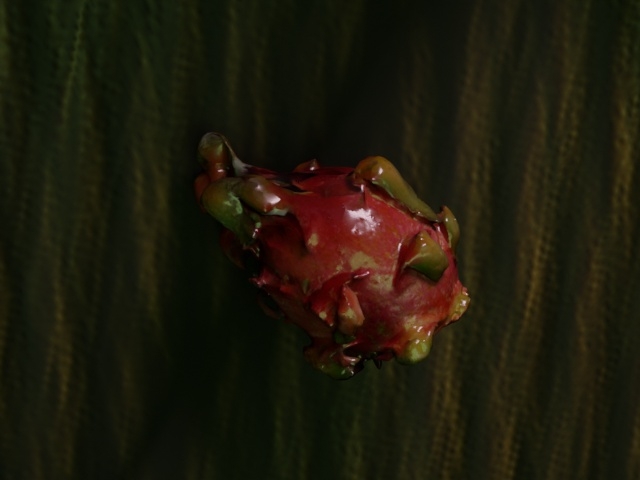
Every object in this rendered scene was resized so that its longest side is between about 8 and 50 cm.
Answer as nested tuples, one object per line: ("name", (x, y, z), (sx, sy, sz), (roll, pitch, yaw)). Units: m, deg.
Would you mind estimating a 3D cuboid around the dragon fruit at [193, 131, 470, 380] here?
("dragon fruit", (0.000, 0.000, 1.002), (0.207, 0.150, 0.133), (36, 52, 4))
